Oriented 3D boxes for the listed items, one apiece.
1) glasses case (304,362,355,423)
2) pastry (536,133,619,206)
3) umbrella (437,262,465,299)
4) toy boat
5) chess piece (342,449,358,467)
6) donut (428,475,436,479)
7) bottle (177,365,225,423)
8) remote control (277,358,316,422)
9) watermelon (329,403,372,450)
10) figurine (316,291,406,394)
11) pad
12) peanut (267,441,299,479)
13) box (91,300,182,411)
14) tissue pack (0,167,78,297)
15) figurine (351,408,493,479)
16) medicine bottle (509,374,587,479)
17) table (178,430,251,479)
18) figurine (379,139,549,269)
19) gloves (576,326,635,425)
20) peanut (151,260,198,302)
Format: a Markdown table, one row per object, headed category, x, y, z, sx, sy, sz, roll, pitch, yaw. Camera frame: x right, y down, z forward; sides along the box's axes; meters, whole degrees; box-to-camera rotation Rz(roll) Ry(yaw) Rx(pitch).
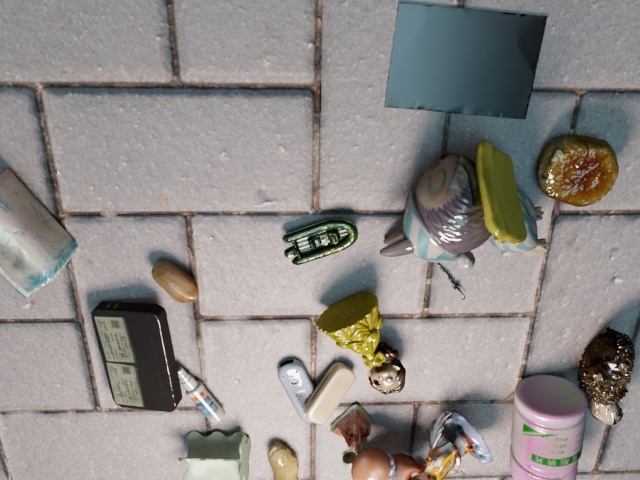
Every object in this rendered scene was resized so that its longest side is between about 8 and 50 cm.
| category | x | y | z | sx | sy | sz | roll | pitch | yaw |
| --- | --- | --- | --- | --- | --- | --- | --- | --- | --- |
| glasses case | 0.029 | 0.466 | 1.678 | 0.083 | 0.050 | 0.196 | 35 | 91 | -24 |
| pastry | 0.662 | -0.179 | 1.423 | 0.193 | 0.093 | 0.182 | 8 | 115 | -2 |
| umbrella | 0.377 | 0.113 | 1.584 | 0.022 | 0.022 | 0.148 | -22 | 110 | 47 |
| toy boat | 0.000 | 0.000 | 1.490 | 0.210 | 0.052 | 0.104 | -17 | 112 | 5 |
| chess piece | 0.121 | 0.776 | 1.855 | 0.059 | 0.059 | 0.149 | -19 | 121 | 6 |
| donut | 0.340 | 0.847 | 1.854 | 0.085 | 0.141 | 0.217 | -19 | 126 | 21 |
| bottle | -0.372 | 0.469 | 1.682 | 0.060 | 0.060 | 0.217 | -28 | 112 | 9 |
| remote control | -0.059 | 0.472 | 1.705 | 0.087 | 0.047 | 0.244 | -21 | 113 | 8 |
| watermelon | 0.120 | 0.594 | 1.732 | 0.098 | 0.158 | 0.121 | 35 | 81 | -17 |
| figurine | 0.149 | 0.321 | 1.581 | 0.187 | 0.168 | 0.315 | -32 | 111 | 0 |
| pad | 0.351 | -0.431 | 1.339 | 0.368 | 0.007 | 0.247 | 3 | 115 | -4 |
| peanut | -0.120 | 0.757 | 1.808 | 0.100 | 0.099 | 0.214 | -4 | 113 | -1 |
| box | -0.529 | 0.340 | 1.592 | 0.211 | 0.058 | 0.350 | 3 | 116 | 11 |
| tissue pack | -0.751 | -0.022 | 1.359 | 0.124 | 0.201 | 0.271 | -31 | 114 | 7 |
| figurine | 0.302 | 0.686 | 1.694 | 0.388 | 0.248 | 0.276 | -34 | 152 | -10 |
| medicine bottle | 0.709 | 0.610 | 1.723 | 0.212 | 0.212 | 0.325 | -5 | 114 | -1 |
| table | -0.334 | 0.692 | 1.738 | 0.198 | 0.166 | 0.166 | -1 | 115 | 6 |
| figurine | 0.342 | -0.058 | 1.440 | 0.378 | 0.266 | 0.361 | -14 | 148 | 38 |
| gloves | 0.846 | 0.402 | 1.639 | 0.135 | 0.210 | 0.312 | 5 | 116 | 20 |
| peanut | -0.398 | 0.114 | 1.509 | 0.076 | 0.076 | 0.152 | -43 | 105 | 15 |
